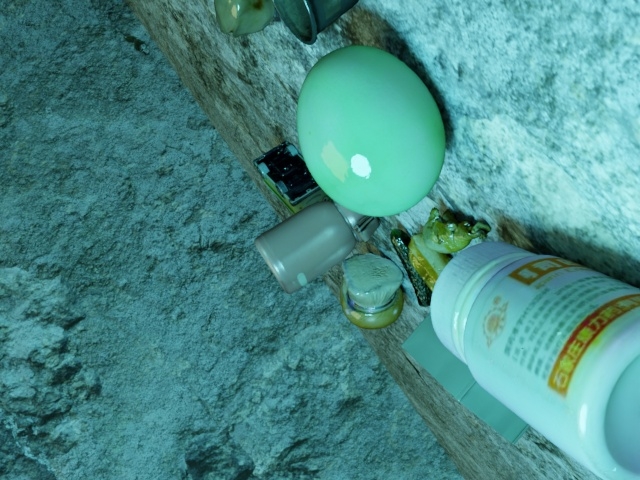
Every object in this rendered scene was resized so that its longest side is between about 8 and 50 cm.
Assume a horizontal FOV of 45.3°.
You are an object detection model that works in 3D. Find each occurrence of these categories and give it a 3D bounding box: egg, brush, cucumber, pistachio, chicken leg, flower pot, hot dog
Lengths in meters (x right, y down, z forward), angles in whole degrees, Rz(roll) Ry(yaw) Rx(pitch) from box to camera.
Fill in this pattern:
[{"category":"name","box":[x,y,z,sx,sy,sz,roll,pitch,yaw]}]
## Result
[{"category":"egg","box":[0.076,-0.168,1.186,0.269,0.221,0.220,63,169,-15]},{"category":"brush","box":[0.129,0.106,2.134,0.266,0.175,0.166,-110,9,-49]},{"category":"cucumber","box":[0.216,0.059,1.786,0.214,0.058,0.052,63,-157,-23]},{"category":"pistachio","box":[-0.161,-0.483,1.595,0.130,0.131,0.206,30,172,-7]},{"category":"chicken leg","box":[0.240,-0.020,1.373,0.093,0.070,0.178,63,163,-9]},{"category":"flower pot","box":[-0.010,-0.397,1.194,0.157,0.107,0.157,56,170,16]},{"category":"hot dog","box":[0.266,0.089,1.592,0.269,0.072,0.109,54,173,20]}]

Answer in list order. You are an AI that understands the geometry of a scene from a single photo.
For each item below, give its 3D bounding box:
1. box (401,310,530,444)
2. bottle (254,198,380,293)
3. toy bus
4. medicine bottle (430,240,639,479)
[{"category":"box","box":[0.328,0.286,1.638,0.225,0.117,0.225,40,-179,-34]},{"category":"bottle","box":[0.000,0.000,1.958,0.173,0.297,0.206,61,175,-24]},{"category":"toy bus","box":[-0.072,-0.161,2.283,0.276,0.134,0.164,48,168,46]},{"category":"medicine bottle","box":[0.318,0.139,1.020,0.219,0.219,0.388,59,171,-21]}]
